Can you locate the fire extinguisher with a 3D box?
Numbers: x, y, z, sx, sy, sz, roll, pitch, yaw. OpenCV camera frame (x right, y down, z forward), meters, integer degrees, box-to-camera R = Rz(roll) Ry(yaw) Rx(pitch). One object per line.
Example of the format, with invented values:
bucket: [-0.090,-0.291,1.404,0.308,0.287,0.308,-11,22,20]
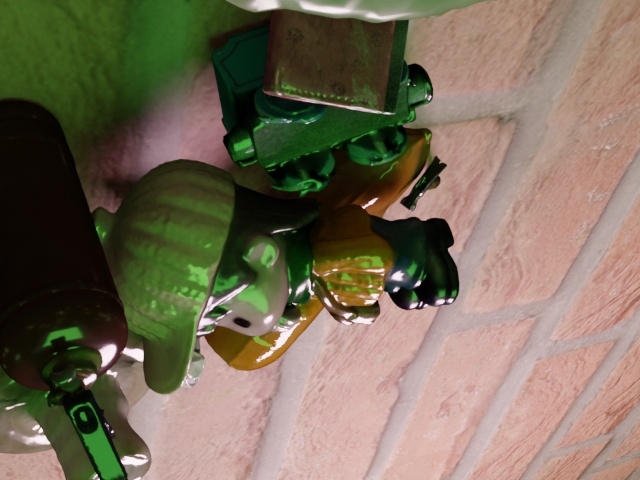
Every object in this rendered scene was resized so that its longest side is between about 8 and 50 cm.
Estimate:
fire extinguisher: [-0.218,0.043,0.779,0.102,0.344,0.138,-21,145,-9]

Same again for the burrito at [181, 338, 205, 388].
burrito: [-0.147,0.054,0.999,0.064,0.203,0.064,-1,168,0]

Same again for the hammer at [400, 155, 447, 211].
hammer: [0.125,-0.067,1.078,0.062,0.017,0.182,-54,173,12]

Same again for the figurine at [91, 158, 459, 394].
figurine: [-0.047,0.008,0.907,0.333,0.204,0.185,-16,175,-19]

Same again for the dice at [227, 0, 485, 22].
dice: [0.009,-0.322,0.486,0.319,0.330,0.322,-2,139,-30]

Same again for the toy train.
toy train: [-0.005,-0.134,0.866,0.198,0.154,0.107,-21,141,-12]

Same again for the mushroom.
mushroom: [-0.265,0.162,1.003,0.244,0.243,0.243,-18,144,-14]

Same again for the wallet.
wallet: [0.022,-0.223,0.757,0.119,0.025,0.232,5,95,-24]

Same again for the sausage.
sausage: [-0.003,-0.004,1.062,0.354,0.116,0.134,-51,158,21]
